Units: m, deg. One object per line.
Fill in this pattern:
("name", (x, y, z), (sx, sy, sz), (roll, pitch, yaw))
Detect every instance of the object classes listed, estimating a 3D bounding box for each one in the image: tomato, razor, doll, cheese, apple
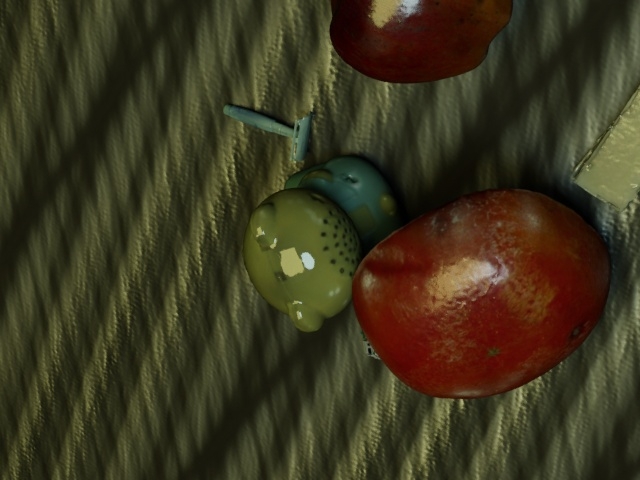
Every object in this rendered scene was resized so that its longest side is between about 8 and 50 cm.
("tomato", (0.207, 0.093, 2.012), (0.338, 0.143, 0.338), (-6, 136, -6))
("razor", (-0.076, -0.162, 2.221), (0.135, 0.040, 0.068), (23, 120, 25))
("doll", (0.000, 0.000, 2.111), (0.161, 0.261, 0.177), (-15, 104, 33))
("cheese", (0.436, -0.199, 1.929), (0.085, 0.034, 0.400), (38, 124, 9))
("apple", (0.113, -0.296, 1.956), (0.234, 0.234, 0.234), (11, 116, 23))

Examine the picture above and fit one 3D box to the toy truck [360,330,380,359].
("toy truck", (0.077, 0.125, 2.264), (0.044, 0.039, 0.083), (7, 114, 44))
